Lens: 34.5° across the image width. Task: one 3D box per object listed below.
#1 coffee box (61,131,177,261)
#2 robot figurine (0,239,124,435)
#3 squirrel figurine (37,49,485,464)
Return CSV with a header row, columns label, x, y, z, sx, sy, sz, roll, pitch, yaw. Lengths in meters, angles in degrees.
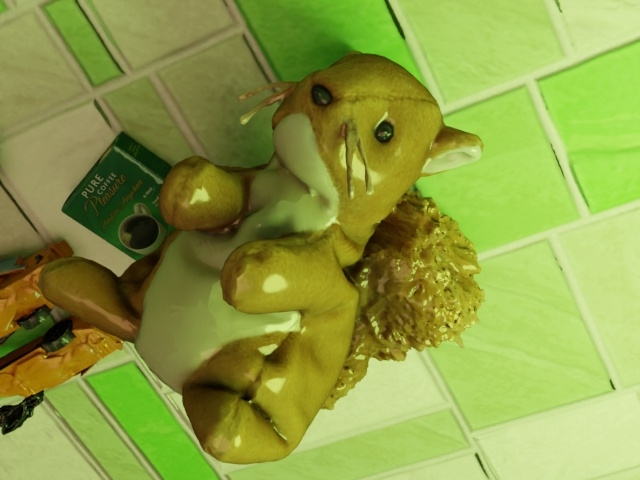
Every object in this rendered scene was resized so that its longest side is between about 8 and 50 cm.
label,x,y,z,sx,sy,sz,roll,pitch,yaw
coffee box,-0.179,-0.026,1.143,0.184,0.040,0.113,34,120,-17
robot figurine,-0.384,0.124,1.238,0.291,0.085,0.211,-26,117,21
squirrel figurine,0.000,0.000,1.036,0.370,0.281,0.397,-57,145,7
